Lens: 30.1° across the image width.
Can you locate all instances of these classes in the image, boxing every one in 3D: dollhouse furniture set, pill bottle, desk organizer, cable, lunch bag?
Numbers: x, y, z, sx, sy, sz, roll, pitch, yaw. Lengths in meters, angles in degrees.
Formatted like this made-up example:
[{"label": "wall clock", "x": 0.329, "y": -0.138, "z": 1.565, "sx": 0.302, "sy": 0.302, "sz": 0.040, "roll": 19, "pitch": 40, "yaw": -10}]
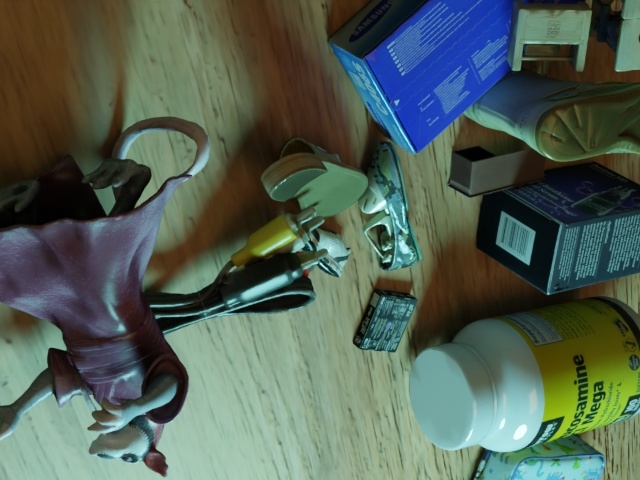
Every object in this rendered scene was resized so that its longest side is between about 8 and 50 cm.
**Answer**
[{"label": "dollhouse furniture set", "x": 0.308, "y": -0.280, "z": 1.385, "sx": 0.184, "sy": 0.129, "sz": 0.129, "roll": 0, "pitch": 119, "yaw": -4}, {"label": "pill bottle", "x": 0.299, "y": 0.192, "z": 1.679, "sx": 0.334, "sy": 0.188, "sz": 0.188, "roll": -9, "pitch": 120, "yaw": -32}, {"label": "desk organizer", "x": 0.234, "y": -0.098, "z": 1.563, "sx": 0.130, "sy": 0.047, "sz": 0.050, "roll": -14, "pitch": 120, "yaw": -29}, {"label": "cable", "x": -0.119, "y": 0.056, "z": 1.390, "sx": 0.287, "sy": 0.072, "sz": 0.139, "roll": -20, "pitch": 145, "yaw": -1}, {"label": "lunch bag", "x": 0.335, "y": 0.392, "z": 1.884, "sx": 0.219, "sy": 0.090, "sz": 0.176, "roll": 5, "pitch": 111, "yaw": -37}]

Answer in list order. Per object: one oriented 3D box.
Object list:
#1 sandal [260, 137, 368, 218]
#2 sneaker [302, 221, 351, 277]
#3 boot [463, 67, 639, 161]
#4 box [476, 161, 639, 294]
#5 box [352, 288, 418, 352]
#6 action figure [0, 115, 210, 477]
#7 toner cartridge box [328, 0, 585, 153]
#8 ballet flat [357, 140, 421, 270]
[{"label": "sandal", "x": -0.016, "y": -0.087, "z": 1.366, "sx": 0.088, "sy": 0.079, "sz": 0.240, "roll": -34, "pitch": 166, "yaw": 13}, {"label": "sneaker", "x": 0.000, "y": 0.000, "z": 1.463, "sx": 0.043, "sy": 0.040, "sz": 0.109, "roll": -58, "pitch": 138, "yaw": -16}, {"label": "boot", "x": 0.326, "y": -0.165, "z": 1.483, "sx": 0.262, "sy": 0.203, "sz": 0.095, "roll": -10, "pitch": 112, "yaw": -24}, {"label": "box", "x": 0.342, "y": -0.021, "z": 1.614, "sx": 0.207, "sy": 0.153, "sz": 0.108, "roll": -12, "pitch": 121, "yaw": -32}, {"label": "box", "x": 0.087, "y": 0.108, "z": 1.593, "sx": 0.067, "sy": 0.018, "sz": 0.083, "roll": 9, "pitch": 110, "yaw": -39}, {"label": "action figure", "x": -0.228, "y": 0.087, "z": 1.261, "sx": 0.276, "sy": 0.248, "sz": 0.370, "roll": -48, "pitch": 131, "yaw": -41}, {"label": "toner cartridge box", "x": 0.186, "y": -0.279, "z": 1.406, "sx": 0.348, "sy": 0.075, "sz": 0.165, "roll": -42, "pitch": 131, "yaw": -9}, {"label": "ballet flat", "x": 0.080, "y": -0.035, "z": 1.481, "sx": 0.070, "sy": 0.070, "sz": 0.188, "roll": -30, "pitch": 126, "yaw": -18}]
